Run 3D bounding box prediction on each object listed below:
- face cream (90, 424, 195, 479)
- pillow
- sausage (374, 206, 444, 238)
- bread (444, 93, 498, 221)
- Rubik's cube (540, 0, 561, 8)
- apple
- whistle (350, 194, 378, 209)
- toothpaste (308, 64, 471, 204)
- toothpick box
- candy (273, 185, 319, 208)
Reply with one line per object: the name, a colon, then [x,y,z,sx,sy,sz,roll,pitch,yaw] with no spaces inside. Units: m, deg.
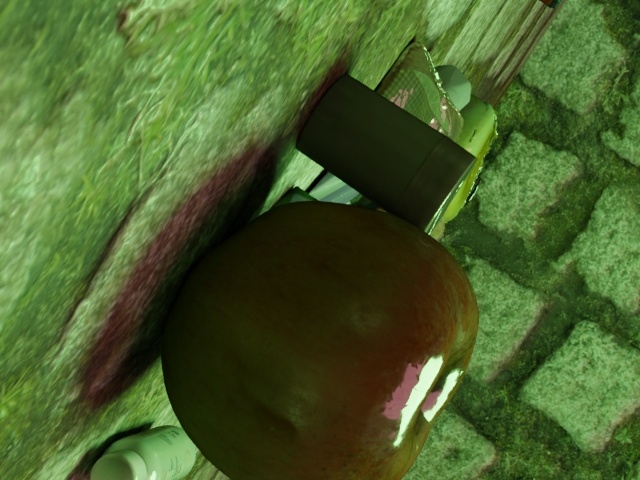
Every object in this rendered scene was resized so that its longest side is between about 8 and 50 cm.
face cream: [-0.224,0.283,1.385,0.082,0.082,0.269,-56,173,1]
pillow: [0.137,-0.174,1.549,0.135,0.034,0.211,-57,141,-12]
sausage: [0.073,0.012,1.804,0.312,0.093,0.093,-34,-168,50]
bread: [0.205,-0.148,1.957,0.156,0.158,0.260,-16,133,-65]
Rubik's cube: [0.249,-0.384,1.196,0.160,0.163,0.162,-54,176,-14]
apple: [-0.005,0.114,1.213,0.338,0.305,0.338,-50,156,-32]
whistle: [0.089,-0.073,1.832,0.114,0.077,0.236,-46,172,9]
toothpaste: [0.085,-0.129,1.594,0.371,0.080,0.125,-44,167,-28]
toothpick box: [0.077,-0.097,1.255,0.111,0.181,0.111,-54,172,-11]
candy: [-0.036,0.030,1.422,0.062,0.097,0.194,-44,166,-43]
